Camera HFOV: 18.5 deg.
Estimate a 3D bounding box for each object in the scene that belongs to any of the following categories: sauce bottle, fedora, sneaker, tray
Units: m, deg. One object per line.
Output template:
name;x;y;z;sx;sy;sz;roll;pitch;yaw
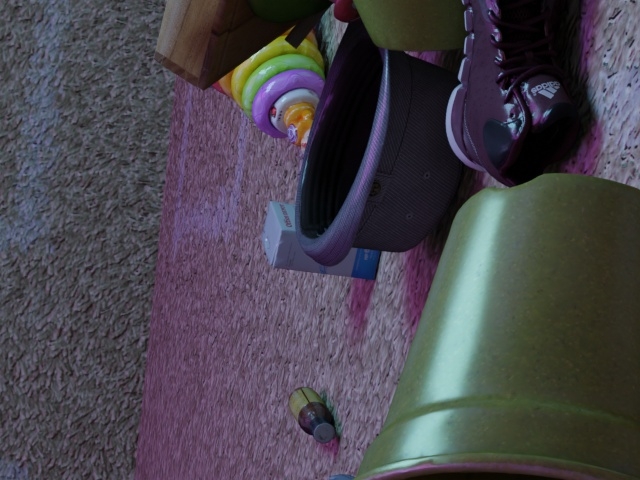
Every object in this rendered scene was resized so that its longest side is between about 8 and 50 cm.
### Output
sauce bottle;-0.009;0.213;2.364;0.128;0.042;0.042;-125;44;-73
fedora;0.072;-0.096;1.997;0.244;0.124;0.275;-127;52;-69
sneaker;0.184;-0.170;1.669;0.162;0.106;0.281;-124;33;-61
tray;-0.008;-0.332;2.056;0.411;0.076;0.202;-42;-21;-45

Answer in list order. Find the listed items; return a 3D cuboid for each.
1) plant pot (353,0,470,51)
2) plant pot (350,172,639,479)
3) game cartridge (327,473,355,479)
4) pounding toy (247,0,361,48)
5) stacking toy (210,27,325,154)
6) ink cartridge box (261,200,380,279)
plant pot;0.100;-0.330;1.791;0.275;0.275;0.293;-126;29;-70
plant pot;0.160;0.105;1.335;0.276;0.276;0.254;118;166;-57
game cartridge;0.052;0.387;1.924;0.198;0.062;0.297;179;87;-72
pounding toy;0.029;-0.270;1.948;0.183;0.110;0.237;-56;-16;-2
stacking toy;-0.047;-0.195;2.556;0.302;0.166;0.175;61;141;43
ink cartridge box;0.000;0.000;2.254;0.088;0.122;0.052;-115;34;-65
